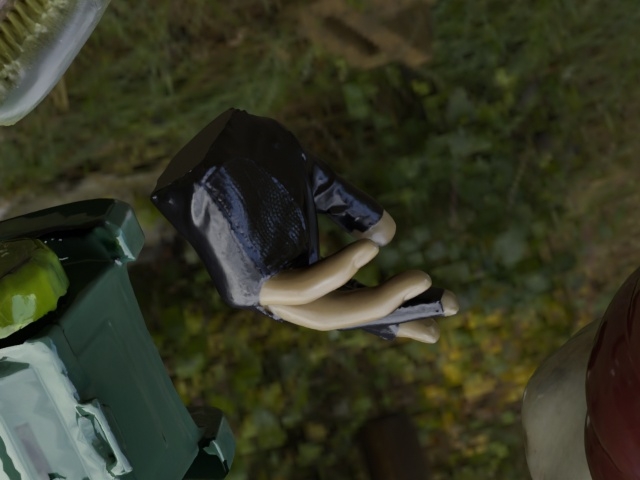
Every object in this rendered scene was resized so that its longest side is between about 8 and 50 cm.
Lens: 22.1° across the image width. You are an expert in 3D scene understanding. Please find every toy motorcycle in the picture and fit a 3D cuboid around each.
[{"bbox_3d":[-0.225,0.094,0.967,0.326,0.200,0.191,-10,114,27],"label":"toy motorcycle"}]

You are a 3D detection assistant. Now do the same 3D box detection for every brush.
[{"bbox_3d":[-0.149,-0.200,1.116,0.313,0.067,0.072,-53,158,9],"label":"brush"}]

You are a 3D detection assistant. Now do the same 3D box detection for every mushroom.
[{"bbox_3d":[0.295,0.197,1.445,0.254,0.260,0.234,16,123,12],"label":"mushroom"}]

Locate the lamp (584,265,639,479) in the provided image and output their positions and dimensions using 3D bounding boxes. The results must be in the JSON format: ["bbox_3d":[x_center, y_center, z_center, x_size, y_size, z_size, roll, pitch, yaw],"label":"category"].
[{"bbox_3d":[0.295,0.105,0.905,0.303,0.303,0.257,-43,-176,42],"label":"lamp"}]

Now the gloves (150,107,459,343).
[{"bbox_3d":[-0.008,0.001,1.507,0.301,0.197,0.152,30,129,-4],"label":"gloves"}]
